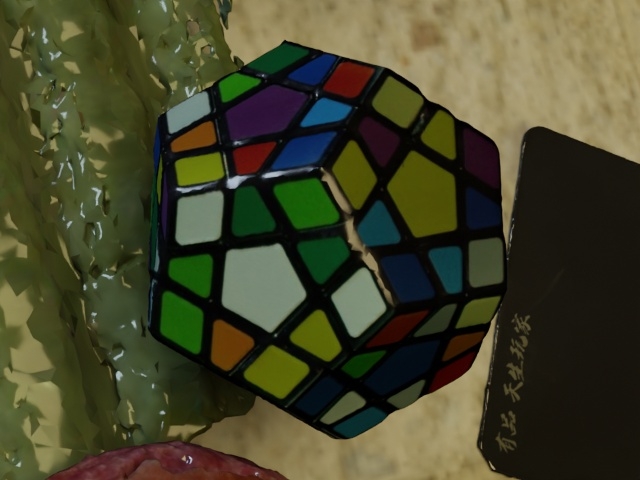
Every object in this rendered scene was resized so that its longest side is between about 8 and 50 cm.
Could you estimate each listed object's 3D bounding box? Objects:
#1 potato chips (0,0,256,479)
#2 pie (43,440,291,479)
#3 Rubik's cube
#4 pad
[{"bbox_3d":[-0.188,-0.082,0.564,0.358,0.070,0.429,-11,82,-35],"label":"potato chips"},{"bbox_3d":[-0.046,0.173,0.545,0.218,0.054,0.204,46,69,-19],"label":"pie"},{"bbox_3d":[0.000,0.000,0.562,0.133,0.133,0.112,-17,56,-29],"label":"Rubik's cube"},{"bbox_3d":[0.125,0.036,0.724,0.112,0.003,0.157,19,68,-20],"label":"pad"}]
